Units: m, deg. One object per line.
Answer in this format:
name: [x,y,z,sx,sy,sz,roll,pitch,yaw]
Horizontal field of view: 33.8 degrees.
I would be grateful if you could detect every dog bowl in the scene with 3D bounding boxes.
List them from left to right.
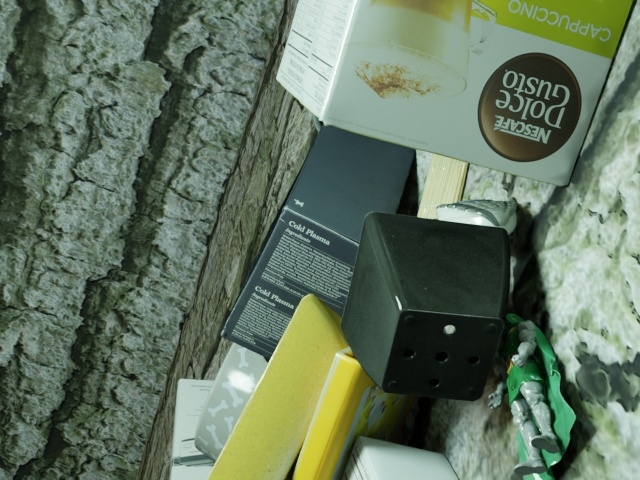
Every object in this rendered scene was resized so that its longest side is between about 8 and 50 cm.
dog bowl: [-0.149,0.306,2.165,0.349,0.102,0.348,23,-90,-83]

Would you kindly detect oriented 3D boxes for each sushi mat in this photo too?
sushi mat: [0.219,-0.184,1.705,0.151,0.019,0.316,173,111,-75]

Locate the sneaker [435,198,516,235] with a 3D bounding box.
sneaker: [0.199,0.017,1.484,0.297,0.111,0.129,140,126,-72]

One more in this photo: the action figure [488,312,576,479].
action figure: [0.240,0.168,1.236,0.232,0.063,0.137,-91,18,-53]

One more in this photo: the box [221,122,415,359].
box: [0.000,0.000,1.842,0.343,0.179,0.312,-69,5,-52]

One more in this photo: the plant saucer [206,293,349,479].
plant saucer: [-0.015,0.274,1.517,0.332,0.081,0.333,-62,-24,-8]

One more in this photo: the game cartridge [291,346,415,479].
game cartridge: [0.053,0.286,1.507,0.285,0.053,0.323,-11,-59,-62]

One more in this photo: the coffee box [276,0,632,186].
coffee box: [0.167,-0.295,1.385,0.338,0.338,0.334,-125,51,-70]

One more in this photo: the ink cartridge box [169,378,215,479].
ink cartridge box: [-0.255,0.551,2.339,0.395,0.166,0.285,-92,9,-47]

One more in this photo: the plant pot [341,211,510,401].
plant pot: [0.139,0.095,1.306,0.167,0.188,0.187,-98,17,-58]

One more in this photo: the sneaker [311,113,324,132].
sneaker: [0.058,-0.309,2.085,0.124,0.178,0.295,136,145,-63]

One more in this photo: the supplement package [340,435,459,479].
supplement package: [0.084,0.409,1.410,0.134,0.139,0.244,-120,48,-68]
